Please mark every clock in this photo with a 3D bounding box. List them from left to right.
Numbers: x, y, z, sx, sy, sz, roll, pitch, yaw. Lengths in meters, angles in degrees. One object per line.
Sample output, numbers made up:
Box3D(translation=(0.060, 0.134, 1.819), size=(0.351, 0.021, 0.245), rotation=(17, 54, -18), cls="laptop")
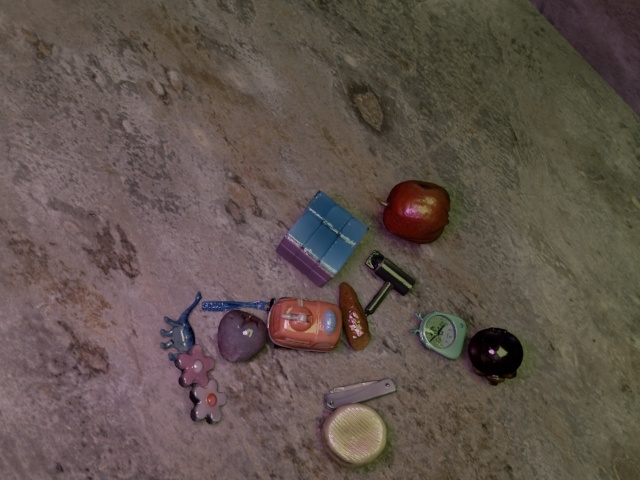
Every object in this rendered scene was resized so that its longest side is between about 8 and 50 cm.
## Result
Box3D(translation=(0.434, 0.340, 1.807), size=(0.211, 0.066, 0.159), rotation=(24, 70, -5), cls="clock")

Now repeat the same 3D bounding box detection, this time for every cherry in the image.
Box3D(translation=(-0.261, 0.320, 1.619), size=(0.176, 0.140, 0.176), rotation=(1, 95, 8), cls="cherry")

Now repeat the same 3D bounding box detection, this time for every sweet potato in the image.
Box3D(translation=(0.118, 0.268, 1.743), size=(0.097, 0.097, 0.252), rotation=(-8, 72, -15), cls="sweet potato")

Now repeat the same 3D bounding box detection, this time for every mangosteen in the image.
Box3D(translation=(0.640, 0.435, 1.776), size=(0.194, 0.194, 0.230), rotation=(2, 100, -12), cls="mangosteen")

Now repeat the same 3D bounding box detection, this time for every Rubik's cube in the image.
Box3D(translation=(0.000, 0.000, 1.725), size=(0.224, 0.221, 0.231), rotation=(38, 70, -1), cls="Rubik's cube")

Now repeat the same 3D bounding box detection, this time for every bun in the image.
Box3D(translation=(0.111, 0.650, 1.618), size=(0.222, 0.127, 0.222), rotation=(0, 69, 0), cls="bun")

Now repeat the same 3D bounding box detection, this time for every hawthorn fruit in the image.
Box3D(translation=(0.366, -0.108, 1.836), size=(0.262, 0.258, 0.258), rotation=(-12, 74, 22), cls="hawthorn fruit")

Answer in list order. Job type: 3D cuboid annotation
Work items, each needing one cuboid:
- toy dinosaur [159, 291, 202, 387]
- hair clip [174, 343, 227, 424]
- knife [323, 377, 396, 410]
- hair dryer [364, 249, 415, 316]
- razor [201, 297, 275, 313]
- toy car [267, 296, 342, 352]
Box3D(translation=(-0.468, 0.325, 1.600), size=(0.144, 0.076, 0.329), rotation=(15, 67, -42), cls="toy dinosaur")
Box3D(translation=(-0.387, 0.467, 1.561), size=(0.146, 0.075, 0.257), rotation=(-16, 92, -47), cls="hair clip")
Box3D(translation=(0.139, 0.535, 1.697), size=(0.265, 0.040, 0.073), rotation=(-9, 66, -15), cls="knife")
Box3D(translation=(0.209, 0.185, 1.805), size=(0.195, 0.078, 0.248), rotation=(38, 75, 2), cls="hair dryer")
Box3D(translation=(-0.286, 0.231, 1.691), size=(0.253, 0.042, 0.082), rotation=(2, 110, -11), cls="razor")
Box3D(translation=(-0.039, 0.280, 1.634), size=(0.270, 0.212, 0.180), rotation=(10, 72, -15), cls="toy car")
